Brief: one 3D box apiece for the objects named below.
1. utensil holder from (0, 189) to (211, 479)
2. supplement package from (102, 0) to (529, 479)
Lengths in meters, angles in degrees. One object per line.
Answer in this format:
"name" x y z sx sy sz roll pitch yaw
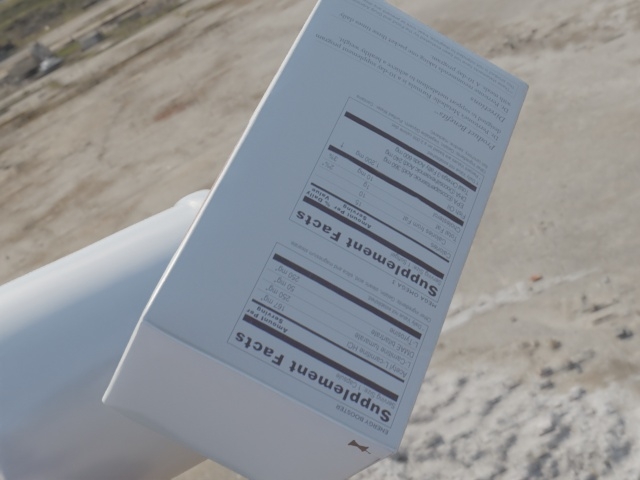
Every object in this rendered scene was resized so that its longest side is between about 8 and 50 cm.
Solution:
"utensil holder" -0.249 0.159 1.251 0.385 0.328 0.327 -27 17 -25
"supplement package" 0.000 0.000 0.557 0.244 0.134 0.139 -65 6 -32
